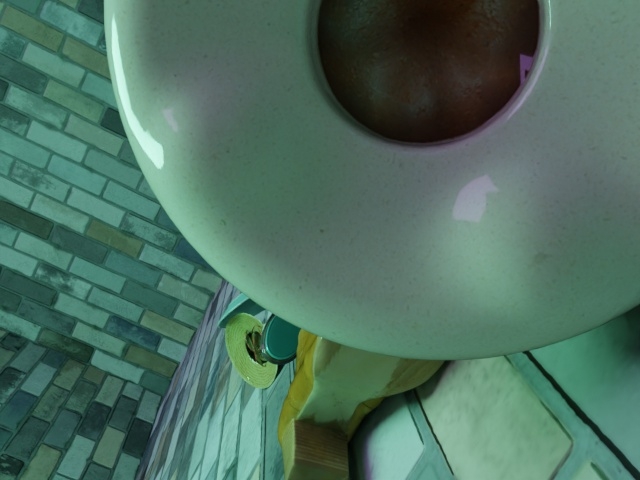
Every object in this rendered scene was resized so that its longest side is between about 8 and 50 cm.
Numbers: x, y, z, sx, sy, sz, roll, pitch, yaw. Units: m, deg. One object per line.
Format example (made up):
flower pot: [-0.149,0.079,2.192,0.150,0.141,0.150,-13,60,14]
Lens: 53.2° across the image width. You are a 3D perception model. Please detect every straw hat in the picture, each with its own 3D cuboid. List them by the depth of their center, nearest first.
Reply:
straw hat: [-0.098,0.180,1.104,0.061,0.144,0.144,-21,-23,-42]

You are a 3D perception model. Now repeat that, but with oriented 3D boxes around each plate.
plate: [-0.106,0.099,1.150,0.188,0.024,0.188,-31,-12,-7]

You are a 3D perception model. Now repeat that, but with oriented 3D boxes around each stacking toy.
stacking toy: [0.100,-0.149,0.501,0.351,0.350,0.480,-60,-6,19]

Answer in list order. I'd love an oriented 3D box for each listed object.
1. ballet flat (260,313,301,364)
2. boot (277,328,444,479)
ballet flat: [-0.050,0.128,0.998,0.074,0.074,0.203,-55,8,40]
boot: [0.030,0.086,0.612,0.211,0.104,0.295,-93,27,-68]
